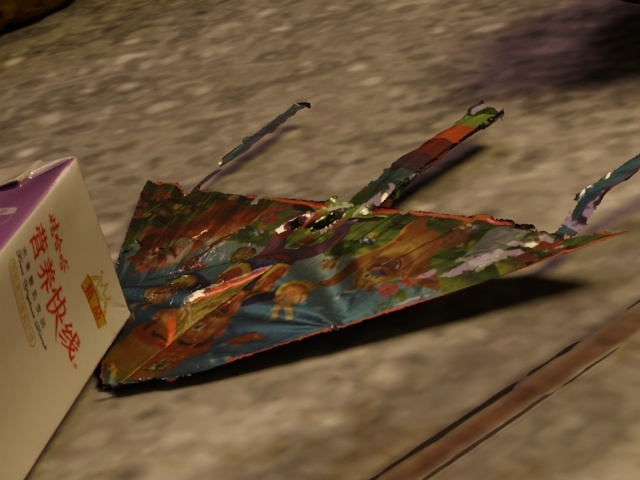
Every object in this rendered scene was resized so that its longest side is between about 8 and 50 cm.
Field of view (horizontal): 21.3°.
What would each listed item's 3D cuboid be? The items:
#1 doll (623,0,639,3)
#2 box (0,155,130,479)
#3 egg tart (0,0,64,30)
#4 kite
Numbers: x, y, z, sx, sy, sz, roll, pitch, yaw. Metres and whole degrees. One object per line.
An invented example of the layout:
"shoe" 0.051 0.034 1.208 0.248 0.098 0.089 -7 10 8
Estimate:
"doll" 0.159 -0.128 0.540 0.217 0.085 0.183 -17 -13 3
"box" -0.084 0.029 0.391 0.036 0.050 0.117 -5 30 20
"egg tart" -0.189 -0.159 0.780 0.294 0.123 0.294 -8 24 3
"kite" 0.000 0.000 0.463 0.183 0.010 0.160 7 35 45
